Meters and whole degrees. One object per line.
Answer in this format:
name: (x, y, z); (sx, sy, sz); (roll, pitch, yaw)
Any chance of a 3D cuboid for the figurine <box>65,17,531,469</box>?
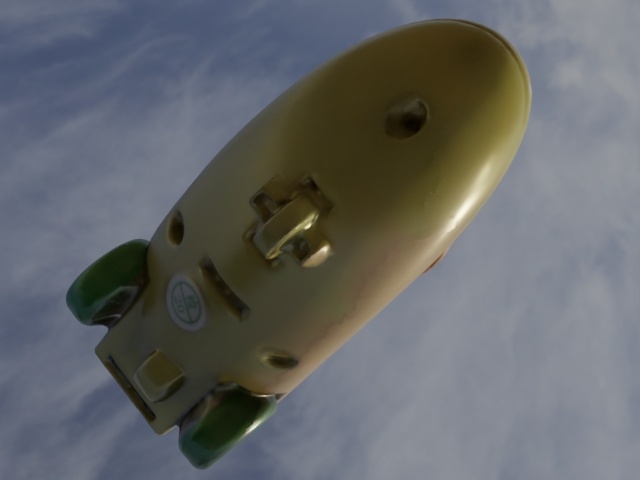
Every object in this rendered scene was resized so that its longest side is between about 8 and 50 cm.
figurine: (0.000, 0.000, 0.477); (0.124, 0.324, 0.222); (52, -140, 8)
